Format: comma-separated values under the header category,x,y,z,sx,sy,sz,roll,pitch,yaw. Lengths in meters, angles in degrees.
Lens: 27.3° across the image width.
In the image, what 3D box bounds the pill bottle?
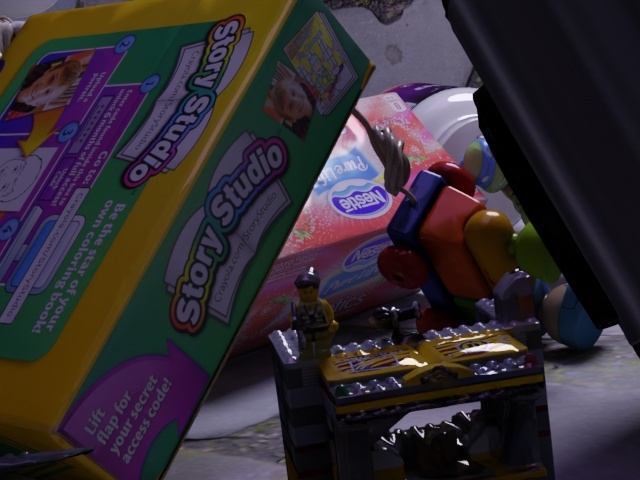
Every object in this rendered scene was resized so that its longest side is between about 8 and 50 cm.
category,x,y,z,sx,sy,sz,roll,pitch,yaw
pill bottle,0.150,-0.095,1.576,0.181,0.181,0.323,-9,10,-11

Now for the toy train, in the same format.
category,x,y,z,sx,sy,sz,roll,pitch,yaw
toy train,0.121,-0.006,0.990,0.143,0.248,0.105,12,61,35

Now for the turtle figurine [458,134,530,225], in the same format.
category,x,y,z,sx,sy,sz,roll,pitch,yaw
turtle figurine,0.288,-0.060,1.233,0.266,0.198,0.274,1,-22,-32

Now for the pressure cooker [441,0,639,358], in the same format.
category,x,y,z,sx,sy,sz,roll,pitch,yaw
pressure cooker,0.306,-0.079,0.771,0.370,0.420,0.375,-28,-11,-4

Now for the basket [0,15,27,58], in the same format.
category,x,y,z,sx,sy,sz,roll,pitch,yaw
basket,-0.351,-0.070,1.384,0.266,0.328,0.331,-6,8,-22

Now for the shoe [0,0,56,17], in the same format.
category,x,y,z,sx,sy,sz,roll,pitch,yaw
shoe,-0.372,-0.268,1.422,0.178,0.063,0.081,-7,9,-11

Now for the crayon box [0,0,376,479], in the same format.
category,x,y,z,sx,sy,sz,roll,pitch,yaw
crayon box,-0.171,-0.013,0.950,0.313,0.106,0.363,3,56,40

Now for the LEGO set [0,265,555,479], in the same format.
category,x,y,z,sx,sy,sz,roll,pitch,yaw
LEGO set,-0.021,0.117,0.420,0.331,0.192,0.255,-7,10,1

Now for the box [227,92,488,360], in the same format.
category,x,y,z,sx,sy,sz,roll,pitch,yaw
box,-0.016,-0.016,1.179,0.300,0.154,0.142,-15,-31,-43
